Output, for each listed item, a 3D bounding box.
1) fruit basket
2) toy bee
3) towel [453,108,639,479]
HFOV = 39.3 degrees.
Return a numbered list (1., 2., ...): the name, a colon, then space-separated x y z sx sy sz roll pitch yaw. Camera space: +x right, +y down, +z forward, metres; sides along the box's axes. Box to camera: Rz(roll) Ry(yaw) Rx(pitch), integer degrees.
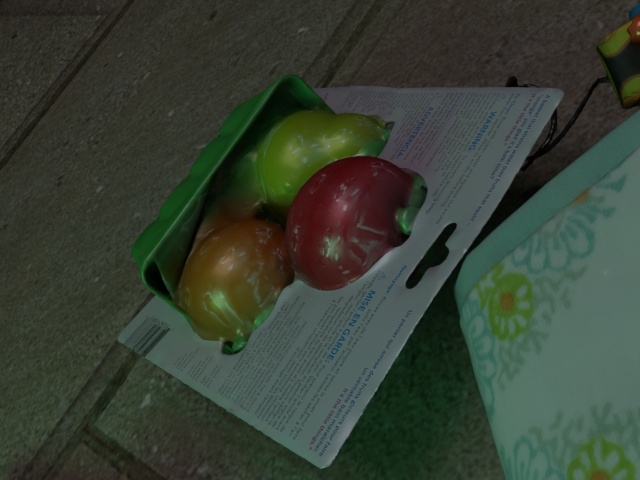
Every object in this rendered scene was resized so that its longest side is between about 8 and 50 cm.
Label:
1. fruit basket: 0.000 0.000 0.763 0.353 0.165 0.327 17 68 49
2. toy bee: 0.272 -0.133 0.643 0.298 0.162 0.195 -46 81 12
3. towel: 0.228 0.049 0.440 0.374 0.090 0.320 -46 35 35
